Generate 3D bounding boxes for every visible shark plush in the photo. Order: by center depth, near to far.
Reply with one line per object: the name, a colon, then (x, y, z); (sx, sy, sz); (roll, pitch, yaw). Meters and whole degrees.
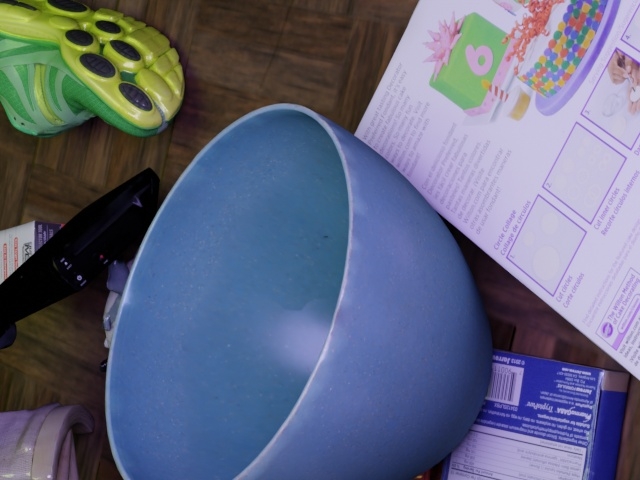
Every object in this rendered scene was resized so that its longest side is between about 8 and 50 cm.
shark plush: (-0.161, 0.074, 1.640); (0.067, 0.073, 0.161); (21, 95, 14)

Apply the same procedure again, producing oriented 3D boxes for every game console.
game console: (-0.283, 0.077, 1.590); (0.044, 0.361, 0.213); (48, 155, -9)

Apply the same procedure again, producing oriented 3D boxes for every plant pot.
plant pot: (0.007, 0.072, 1.316); (0.290, 0.195, 0.290); (-34, 45, 43)

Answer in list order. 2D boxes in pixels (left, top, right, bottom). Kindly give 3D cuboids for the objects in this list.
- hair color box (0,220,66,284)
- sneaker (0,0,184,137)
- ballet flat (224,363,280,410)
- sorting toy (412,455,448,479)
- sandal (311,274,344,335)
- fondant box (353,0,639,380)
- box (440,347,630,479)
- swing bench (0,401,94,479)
hair color box: (-0.301, 0.028, 1.795); (0.141, 0.043, 0.072); (-13, 76, 45)
sneaker: (-0.225, -0.150, 1.719); (0.295, 0.109, 0.123); (29, 128, 42)
ballet flat: (-0.081, 0.134, 1.527); (0.232, 0.073, 0.080); (176, 99, -68)
sorting toy: (0.070, 0.198, 1.378); (0.042, 0.061, 0.102); (5, 65, 46)
sandal: (0.000, 0.000, 1.492); (0.072, 0.049, 0.180); (-40, 43, 28)
fondant box: (0.193, -0.087, 1.268); (0.330, 0.096, 0.238); (42, 114, 40)
box: (0.142, 0.194, 1.320); (0.136, 0.036, 0.225); (8, 88, 46)
swing bench: (-0.335, 0.271, 1.624); (0.253, 0.165, 0.255); (-6, 78, 7)
